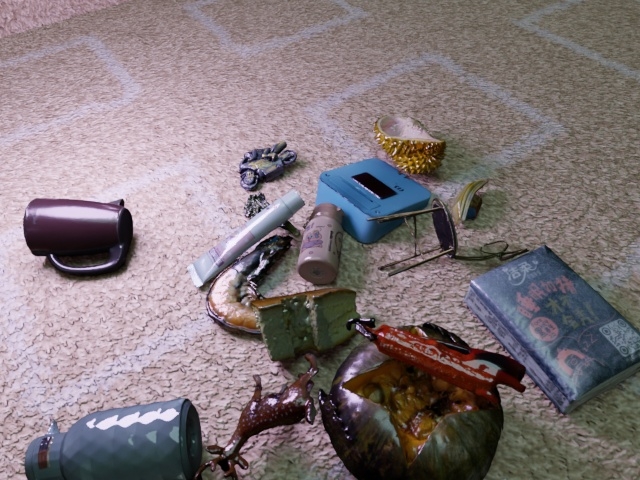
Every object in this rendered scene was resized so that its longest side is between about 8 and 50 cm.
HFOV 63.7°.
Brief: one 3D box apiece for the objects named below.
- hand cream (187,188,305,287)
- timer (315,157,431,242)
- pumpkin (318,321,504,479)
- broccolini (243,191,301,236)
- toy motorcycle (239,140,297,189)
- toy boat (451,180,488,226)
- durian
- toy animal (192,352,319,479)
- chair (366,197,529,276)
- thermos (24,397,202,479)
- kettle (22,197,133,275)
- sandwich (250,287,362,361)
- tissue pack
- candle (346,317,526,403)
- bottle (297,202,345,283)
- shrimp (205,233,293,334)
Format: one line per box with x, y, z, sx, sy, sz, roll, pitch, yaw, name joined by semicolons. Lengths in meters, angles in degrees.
-0.180;-0.006;1.262;0.331;0.058;0.085;-39;48;-2;hand cream
0.142;-0.119;1.392;0.250;0.091;0.232;-24;49;-33;timer
0.165;0.302;0.910;0.321;0.192;0.320;-2;45;2;pumpkin
-0.128;-0.060;1.318;0.058;0.074;0.201;-17;35;-35;broccolini
-0.168;-0.226;1.496;0.193;0.061;0.124;-36;62;-16;toy motorcycle
0.394;-0.104;1.355;0.066;0.065;0.172;35;56;3;toy boat
0.245;-0.270;1.462;0.183;0.138;0.249;-15;42;-8;durian
-0.109;0.327;0.928;0.087;0.243;0.260;45;26;-11;toy animal
0.287;-0.016;1.196;0.326;0.170;0.160;-14;4;-3;chair
-0.362;0.382;0.902;0.287;0.145;0.182;-9;45;-3;thermos
-0.593;-0.014;1.284;0.232;0.144;0.202;0;67;0;kettle
-0.016;0.162;1.078;0.236;0.122;0.128;-11;3;-13;sandwich
0.488;0.169;1.073;0.228;0.103;0.315;-21;51;-17;tissue pack
0.184;0.185;0.848;0.302;0.059;0.084;19;39;16;candle
0.000;0.000;1.262;0.110;0.097;0.209;-13;43;23;bottle
-0.122;0.101;1.200;0.222;0.054;0.290;25;57;25;shrimp
